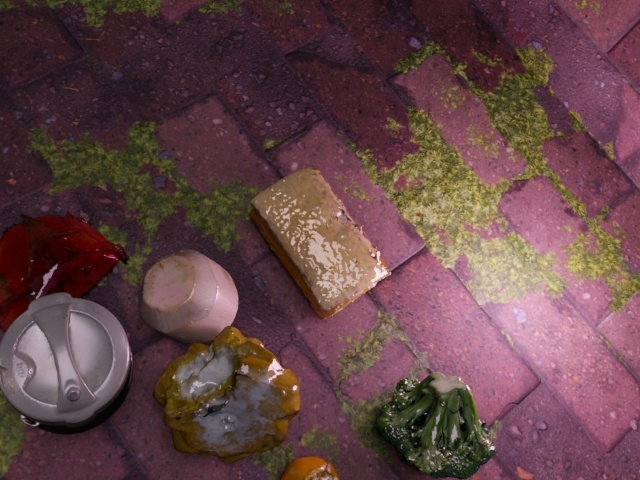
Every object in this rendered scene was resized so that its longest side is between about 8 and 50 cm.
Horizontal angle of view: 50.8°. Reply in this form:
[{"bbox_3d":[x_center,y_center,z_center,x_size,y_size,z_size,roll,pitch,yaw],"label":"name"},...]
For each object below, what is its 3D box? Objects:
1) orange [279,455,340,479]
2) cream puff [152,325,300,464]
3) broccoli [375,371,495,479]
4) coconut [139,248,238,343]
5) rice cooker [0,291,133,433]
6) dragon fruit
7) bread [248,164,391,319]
[{"bbox_3d":[-0.025,0.585,1.577,0.154,0.134,0.155,2,73,-7],"label":"orange"},{"bbox_3d":[-0.200,0.360,1.576,0.323,0.270,0.274,-28,111,8],"label":"cream puff"},{"bbox_3d":[0.289,0.451,1.649,0.265,0.294,0.245,-15,110,-49],"label":"broccoli"},{"bbox_3d":[-0.321,0.141,1.650,0.241,0.241,0.241,5,67,-12],"label":"coconut"},{"bbox_3d":[-0.557,0.277,1.493,0.288,0.277,0.288,5,65,-12],"label":"rice cooker"},{"bbox_3d":[-0.689,0.054,1.655,0.282,0.100,0.343,37,63,8],"label":"dragon fruit"},{"bbox_3d":[0.000,0.000,1.807,0.236,0.165,0.375,-30,78,-18],"label":"bread"}]
